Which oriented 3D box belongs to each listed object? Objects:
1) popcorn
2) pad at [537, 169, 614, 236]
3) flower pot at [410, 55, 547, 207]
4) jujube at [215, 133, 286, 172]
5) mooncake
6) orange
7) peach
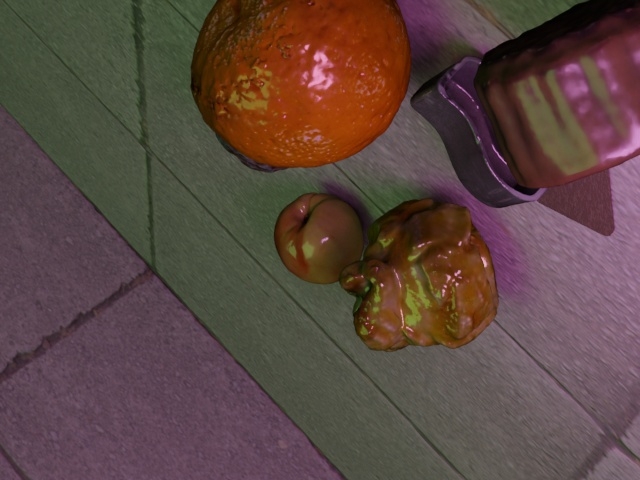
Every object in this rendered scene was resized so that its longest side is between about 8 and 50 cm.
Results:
[{"bbox_3d":[0.163,0.061,2.149,0.276,0.276,0.225,32,161,40],"label":"popcorn"},{"bbox_3d":[0.347,-0.130,1.837,0.176,0.002,0.266,32,150,41],"label":"pad"},{"bbox_3d":[0.239,-0.154,1.872,0.229,0.103,0.108,56,160,-7],"label":"flower pot"},{"bbox_3d":[-0.074,-0.241,2.235,0.226,0.226,0.317,55,152,-6],"label":"jujube"},{"bbox_3d":[0.323,-0.186,1.444,0.161,0.290,0.290,64,156,-9],"label":"mooncake"},{"bbox_3d":[-0.022,-0.267,1.928,0.293,0.341,0.340,32,171,-34],"label":"orange"},{"bbox_3d":[0.000,0.000,2.488,0.184,0.184,0.184,42,155,25],"label":"peach"}]
